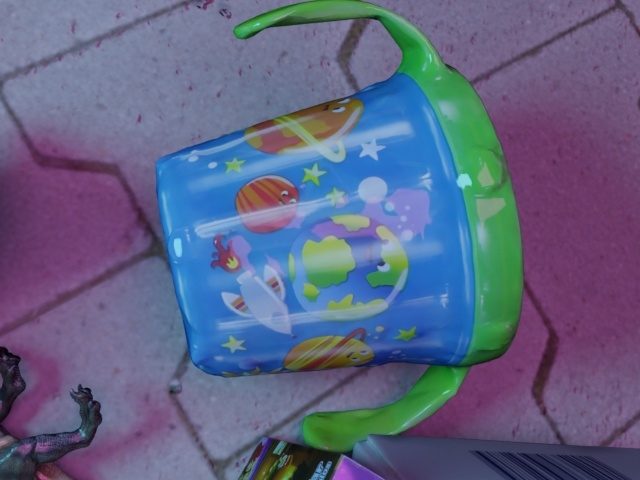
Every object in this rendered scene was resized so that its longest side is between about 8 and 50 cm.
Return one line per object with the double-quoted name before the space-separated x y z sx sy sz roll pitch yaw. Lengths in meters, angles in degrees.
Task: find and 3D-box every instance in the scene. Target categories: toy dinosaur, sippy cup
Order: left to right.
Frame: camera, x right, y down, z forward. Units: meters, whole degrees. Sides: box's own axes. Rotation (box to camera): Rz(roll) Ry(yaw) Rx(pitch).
"toy dinosaur" -0.221 0.149 0.551 0.268 0.064 0.118 23 87 -12
"sippy cup" 0.000 0.000 0.575 0.224 0.240 0.305 -12 73 -8

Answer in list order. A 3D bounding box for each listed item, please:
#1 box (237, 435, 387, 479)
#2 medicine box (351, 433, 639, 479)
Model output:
"box" -0.066 0.275 0.499 0.057 0.201 0.293 34 71 -9
"medicine box" 0.149 0.308 0.553 0.263 0.149 0.289 7 93 -16
